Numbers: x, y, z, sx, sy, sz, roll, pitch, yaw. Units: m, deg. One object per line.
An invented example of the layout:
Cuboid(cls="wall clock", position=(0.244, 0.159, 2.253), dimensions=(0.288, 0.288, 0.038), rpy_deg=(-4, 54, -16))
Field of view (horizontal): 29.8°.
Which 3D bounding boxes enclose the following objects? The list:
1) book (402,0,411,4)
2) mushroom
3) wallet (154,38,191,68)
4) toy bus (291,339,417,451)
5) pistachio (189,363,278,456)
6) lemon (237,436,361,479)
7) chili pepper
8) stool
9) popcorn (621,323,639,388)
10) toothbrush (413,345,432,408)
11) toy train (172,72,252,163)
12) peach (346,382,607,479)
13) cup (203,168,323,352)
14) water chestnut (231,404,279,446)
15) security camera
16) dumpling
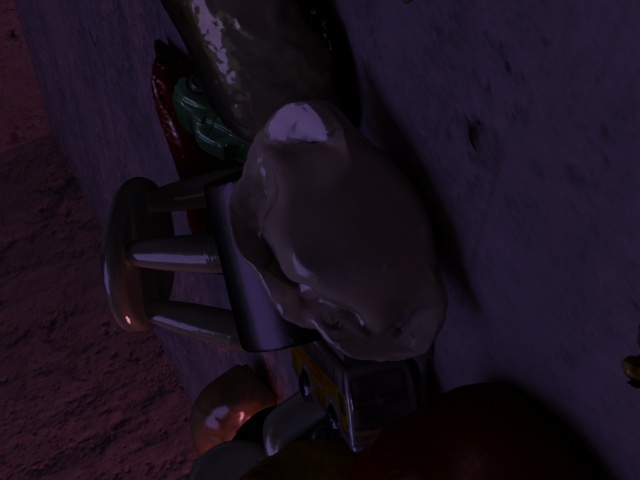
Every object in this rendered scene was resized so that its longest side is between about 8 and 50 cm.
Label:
Cuboid(cls="book", position=(0.024, -0.294, 0.875), dimensions=(0.192, 0.013, 0.168), rpy_deg=(57, 163, 27))
Cuboid(cls="mushroom", position=(-0.097, -0.231, 1.167), dimensions=(0.344, 0.130, 0.247), rpy_deg=(64, 161, 8))
Cuboid(cls="wallet", position=(-0.192, -0.164, 1.751), dimensions=(0.160, 0.055, 0.236), rpy_deg=(-131, 28, -55))
Cuboid(cls="toy bus", position=(0.032, 0.145, 1.345), dimensions=(0.268, 0.092, 0.106), rpy_deg=(-138, 41, -70))
Cuboid(cls="pistachio", position=(-0.157, 0.323, 2.189), dimensions=(0.293, 0.162, 0.182), rpy_deg=(109, 162, -69))
Cuboid(cls="lemon", position=(0.030, 0.400, 1.310), dimensions=(0.387, 0.349, 0.350), rpy_deg=(60, 168, -18))
Cuboid(cls="chili pepper", position=(-0.142, -0.088, 1.584), dimensions=(0.110, 0.110, 0.388), rpy_deg=(50, 161, 46))
Cuboid(cls="stool", position=(-0.145, 0.023, 1.479), dimensions=(0.195, 0.198, 0.195), rpy_deg=(-71, -21, -46))
Cuboid(cls="popcorn", position=(0.218, 0.057, 0.683), dimensions=(0.084, 0.084, 0.084), rpy_deg=(58, 163, 28))
Cuboid(cls="toothbrush", position=(0.109, 0.194, 1.323), dimensions=(0.354, 0.024, 0.029), rpy_deg=(83, 164, -48))
Cuboid(cls="toy train", position=(-0.111, -0.133, 1.421), dimensions=(0.149, 0.081, 0.099), rpy_deg=(24, 156, 10))
Cuboid(cls="peach", position=(0.132, 0.246, 1.032), dimensions=(0.275, 0.245, 0.249), rpy_deg=(-118, 39, -56))
Cuboid(cls="cup", position=(0.004, -0.003, 1.232), dimensions=(0.166, 0.239, 0.177), rpy_deg=(-30, -75, -63))
Cuboid(cls="water chestnut", position=(-0.038, 0.349, 1.683), dimensions=(0.223, 0.223, 0.238), rpy_deg=(143, 145, -75))
Cuboid(cls="security camera", position=(-0.053, 0.299, 1.544), dimensions=(0.157, 0.301, 0.080), rpy_deg=(57, -167, 11))
Cuboid(cls="dumpling", position=(0.016, -0.001, 1.064), dimensions=(0.250, 0.162, 0.132), rpy_deg=(59, -164, 4))
